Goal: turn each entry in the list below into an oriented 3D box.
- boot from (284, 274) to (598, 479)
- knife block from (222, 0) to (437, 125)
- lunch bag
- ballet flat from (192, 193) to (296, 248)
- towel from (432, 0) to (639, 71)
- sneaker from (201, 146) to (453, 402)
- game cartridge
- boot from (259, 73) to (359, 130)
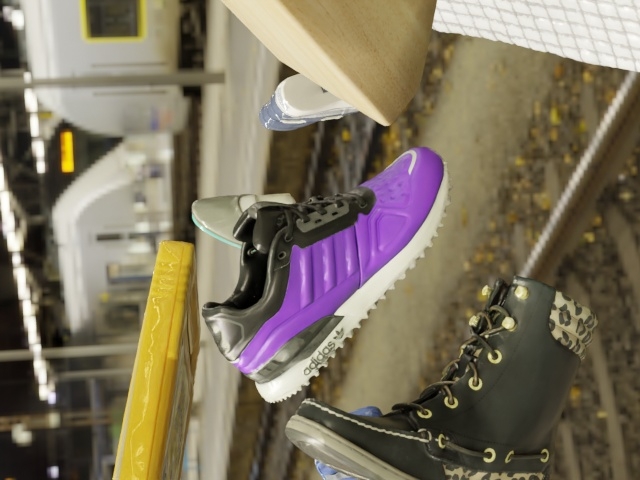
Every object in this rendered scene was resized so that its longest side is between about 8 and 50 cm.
[{"bbox_3d":[0.095,0.102,0.928,0.085,0.236,0.179,8,75,57],"label":"boot"},{"bbox_3d":[-0.049,-0.160,0.529,0.088,0.242,0.276,37,134,35],"label":"knife block"},{"bbox_3d":[0.043,0.237,1.456,0.065,0.098,0.067,-101,-14,-44],"label":"lunch bag"},{"bbox_3d":[-0.027,-0.014,1.321,0.068,0.213,0.072,-55,24,28],"label":"ballet flat"},{"bbox_3d":[0.183,-0.253,1.014,0.121,0.283,0.235,-57,-41,-17],"label":"towel"},{"bbox_3d":[0.000,0.000,1.227,0.293,0.146,0.102,-51,19,-13],"label":"sneaker"},{"bbox_3d":[-0.177,0.203,1.439,0.285,0.052,0.324,97,-179,-64],"label":"game cartridge"},{"bbox_3d":[0.014,-0.188,1.664,0.086,0.190,0.069,-32,71,60],"label":"boot"}]
